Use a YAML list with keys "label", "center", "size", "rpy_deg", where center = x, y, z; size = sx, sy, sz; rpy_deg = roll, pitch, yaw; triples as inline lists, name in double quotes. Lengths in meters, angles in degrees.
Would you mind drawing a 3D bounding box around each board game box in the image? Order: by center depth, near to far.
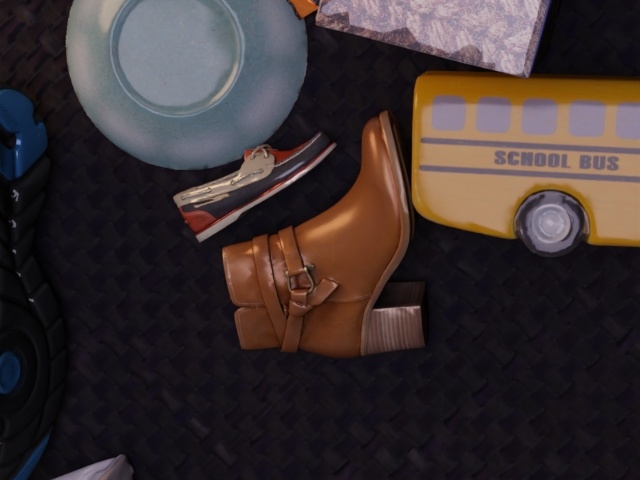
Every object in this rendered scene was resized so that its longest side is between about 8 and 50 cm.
- label: "board game box"
  center: [0.111, -0.246, 1.312]
  size: [0.141, 0.291, 0.232]
  rpy_deg: [15, 101, 6]

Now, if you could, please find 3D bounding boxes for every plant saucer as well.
- label: "plant saucer"
  center: [-0.108, -0.149, 1.490]
  size: [0.195, 0.037, 0.195]
  rpy_deg: [1, 98, 9]

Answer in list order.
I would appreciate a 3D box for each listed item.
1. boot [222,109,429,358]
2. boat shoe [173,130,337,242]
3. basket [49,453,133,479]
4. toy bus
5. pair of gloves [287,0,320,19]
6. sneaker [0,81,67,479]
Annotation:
- label: "boot"
  center: [0.000, 0.000, 1.469]
  size: [0.152, 0.073, 0.197]
  rpy_deg: [-2, 105, 10]
- label: "boat shoe"
  center: [-0.051, -0.049, 1.492]
  size: [0.137, 0.049, 0.043]
  rpy_deg: [-32, 90, 17]
- label: "basket"
  center: [-0.219, 0.255, 1.528]
  size: [0.167, 0.113, 0.103]
  rpy_deg: [-22, 96, 12]
- label: "toy bus"
  center: [0.237, -0.055, 1.415]
  size: [0.333, 0.108, 0.130]
  rpy_deg: [2, 97, 9]
- label: "pair of gloves"
  center: [-0.004, -0.218, 1.471]
  size: [0.074, 0.010, 0.083]
  rpy_deg: [-32, 94, 1]
- label: "sneaker"
  center: [-0.287, 0.045, 1.521]
  size: [0.140, 0.125, 0.341]
  rpy_deg: [3, 95, 27]
